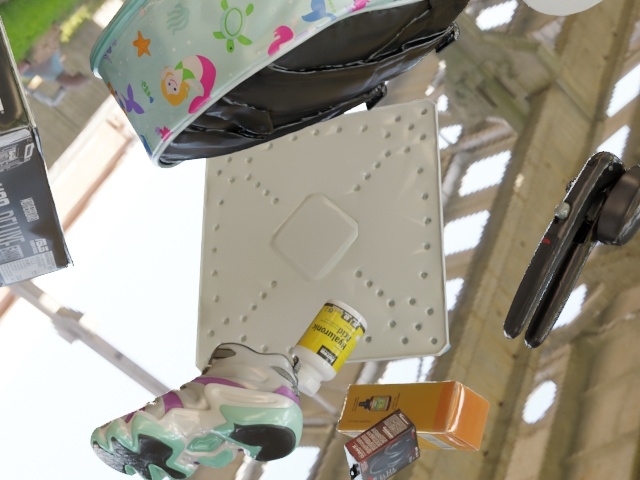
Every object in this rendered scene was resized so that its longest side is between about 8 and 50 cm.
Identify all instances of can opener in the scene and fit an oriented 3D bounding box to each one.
[{"bbox_3d":[0.213,0.007,0.755,0.186,0.059,0.073,-57,-165,6],"label":"can opener"}]

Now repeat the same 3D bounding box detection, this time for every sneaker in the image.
[{"bbox_3d":[-0.055,0.073,0.409,0.098,0.038,0.069,-6,-144,8],"label":"sneaker"}]

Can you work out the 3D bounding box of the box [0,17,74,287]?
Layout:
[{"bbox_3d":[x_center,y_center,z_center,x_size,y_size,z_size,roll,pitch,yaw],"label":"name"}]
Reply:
[{"bbox_3d":[-0.267,-0.119,0.660,0.076,0.243,0.307,-17,166,-16],"label":"box"}]

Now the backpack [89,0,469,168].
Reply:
[{"bbox_3d":[-0.040,-0.165,0.641,0.225,0.191,0.253,-31,-176,46],"label":"backpack"}]

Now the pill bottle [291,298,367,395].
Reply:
[{"bbox_3d":[0.004,0.138,1.117,0.116,0.065,0.065,-54,-161,-19],"label":"pill bottle"}]

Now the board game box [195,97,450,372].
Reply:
[{"bbox_3d":[0.000,0.000,1.325,0.389,0.050,0.390,-8,-111,21],"label":"board game box"}]

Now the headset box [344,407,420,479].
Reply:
[{"bbox_3d":[0.064,0.231,0.950,0.083,0.062,0.032,-30,-135,-19],"label":"headset box"}]

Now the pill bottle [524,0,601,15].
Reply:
[{"bbox_3d":[0.254,-0.397,1.028,0.162,0.162,0.279,-39,-140,27],"label":"pill bottle"}]

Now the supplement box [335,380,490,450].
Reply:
[{"bbox_3d":[0.129,0.255,1.269,0.233,0.080,0.078,-11,-127,49],"label":"supplement box"}]
